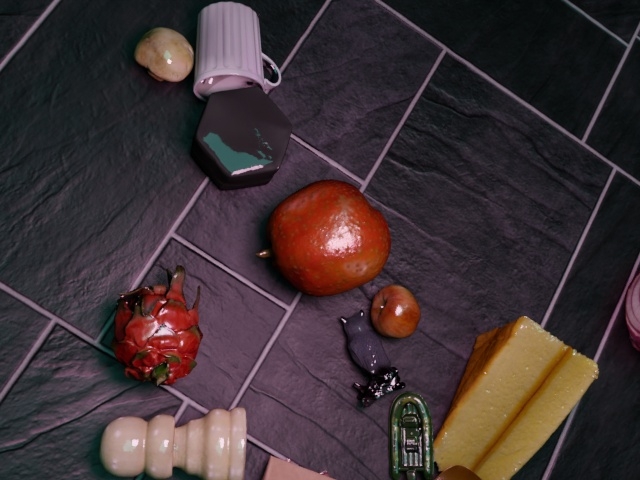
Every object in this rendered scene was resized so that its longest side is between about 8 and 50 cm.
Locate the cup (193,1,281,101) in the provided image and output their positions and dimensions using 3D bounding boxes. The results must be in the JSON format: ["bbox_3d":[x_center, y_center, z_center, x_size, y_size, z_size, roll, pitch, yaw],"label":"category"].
[{"bbox_3d":[-0.209,-0.436,1.848,0.166,0.221,0.202,-8,74,18],"label":"cup"}]

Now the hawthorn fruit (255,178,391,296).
[{"bbox_3d":[0.000,0.000,1.731,0.299,0.275,0.275,-15,81,-5],"label":"hawthorn fruit"}]

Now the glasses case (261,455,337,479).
[{"bbox_3d":[-0.042,0.542,1.702,0.193,0.070,0.102,22,45,-8],"label":"glasses case"}]

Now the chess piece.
[{"bbox_3d":[-0.307,0.428,1.606,0.299,0.167,0.167,4,76,-10],"label":"chess piece"}]

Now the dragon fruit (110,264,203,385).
[{"bbox_3d":[-0.345,0.186,1.631,0.192,0.193,0.274,6,52,-18],"label":"dragon fruit"}]

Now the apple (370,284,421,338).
[{"bbox_3d":[0.179,0.169,1.812,0.102,0.126,0.126,21,72,-27],"label":"apple"}]

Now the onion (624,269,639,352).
[{"bbox_3d":[0.938,0.189,1.949,0.337,0.282,0.260,-49,127,-8],"label":"onion"}]

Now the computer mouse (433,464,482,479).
[{"bbox_3d":[0.256,0.648,1.716,0.158,0.072,0.310,43,83,7],"label":"computer mouse"}]

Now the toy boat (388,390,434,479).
[{"bbox_3d":[0.209,0.457,1.784,0.104,0.052,0.210,-3,77,16],"label":"toy boat"}]

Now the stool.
[{"bbox_3d":[-0.185,-0.235,1.794,0.232,0.141,0.232,3,77,-14],"label":"stool"}]

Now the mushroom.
[{"bbox_3d":[-0.364,-0.433,1.805,0.148,0.112,0.148,24,43,-25],"label":"mushroom"}]

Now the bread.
[{"bbox_3d":[0.435,0.400,1.772,0.233,0.245,0.362,32,68,-5],"label":"bread"}]

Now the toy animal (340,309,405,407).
[{"bbox_3d":[0.107,0.265,1.775,0.121,0.117,0.210,-24,87,-13],"label":"toy animal"}]
